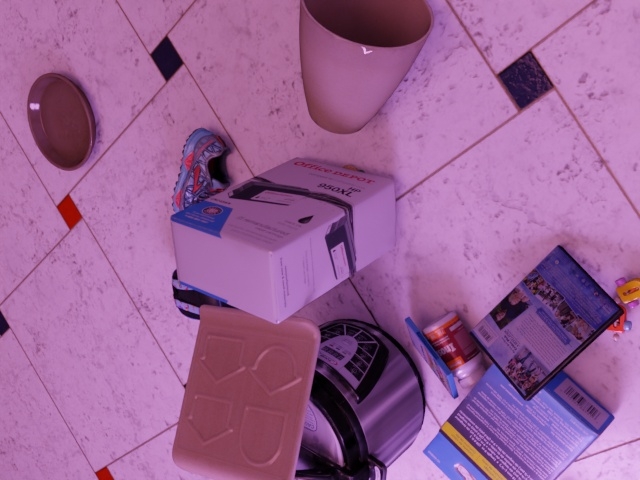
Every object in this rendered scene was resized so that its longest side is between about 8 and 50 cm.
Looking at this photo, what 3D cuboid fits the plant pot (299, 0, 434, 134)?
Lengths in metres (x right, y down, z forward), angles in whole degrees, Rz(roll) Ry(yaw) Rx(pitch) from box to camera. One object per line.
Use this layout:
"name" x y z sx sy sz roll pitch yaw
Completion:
"plant pot" 0.061 -0.353 1.669 0.256 0.256 0.274 40 142 18

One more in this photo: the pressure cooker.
"pressure cooker" -0.003 0.403 1.865 0.369 0.420 0.376 -29 88 41

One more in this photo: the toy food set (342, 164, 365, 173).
"toy food set" 0.077 -0.122 1.865 0.082 0.020 0.083 29 122 25

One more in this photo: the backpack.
"backpack" -0.297 0.130 2.180 0.173 0.117 0.158 5 110 35

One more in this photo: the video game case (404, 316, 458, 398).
"video game case" 0.238 0.252 1.807 0.166 0.015 0.119 54 172 37

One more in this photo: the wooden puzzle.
"wooden puzzle" -0.142 0.318 1.701 0.322 0.080 0.348 3 82 38

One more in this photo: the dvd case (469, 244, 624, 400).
"dvd case" 0.428 0.158 1.616 0.253 0.022 0.180 -48 57 16

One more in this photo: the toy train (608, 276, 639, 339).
"toy train" 0.600 0.125 1.550 0.166 0.046 0.125 3 110 40

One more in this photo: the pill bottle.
"pill bottle" 0.289 0.234 1.796 0.086 0.086 0.152 -37 84 40

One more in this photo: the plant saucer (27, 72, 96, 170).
"plant saucer" -0.727 -0.336 2.381 0.277 0.041 0.278 13 114 33

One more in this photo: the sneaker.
"sneaker" -0.287 -0.138 2.083 0.125 0.104 0.262 27 121 24

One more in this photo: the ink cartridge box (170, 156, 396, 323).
"ink cartridge box" -0.067 -0.019 1.749 0.285 0.394 0.166 18 123 36

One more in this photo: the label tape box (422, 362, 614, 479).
"label tape box" 0.401 0.402 1.748 0.240 0.105 0.334 43 124 19
